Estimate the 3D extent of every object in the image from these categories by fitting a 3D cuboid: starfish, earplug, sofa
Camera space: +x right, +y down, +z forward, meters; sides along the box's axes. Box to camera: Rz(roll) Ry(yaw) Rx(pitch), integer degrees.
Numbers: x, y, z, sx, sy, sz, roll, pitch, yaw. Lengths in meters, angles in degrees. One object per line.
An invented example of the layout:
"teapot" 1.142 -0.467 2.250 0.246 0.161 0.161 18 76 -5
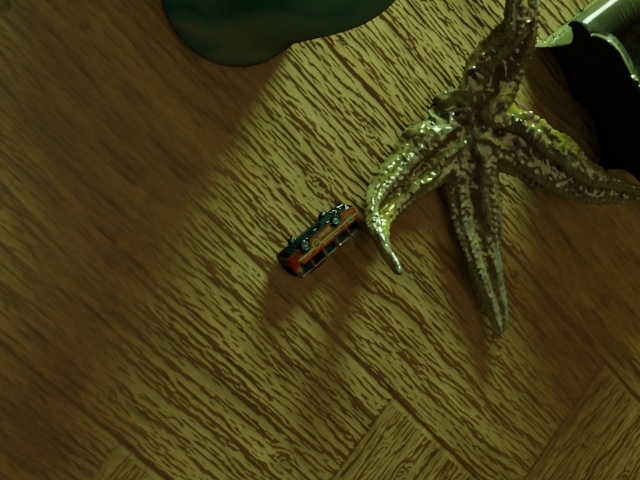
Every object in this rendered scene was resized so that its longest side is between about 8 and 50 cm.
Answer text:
"starfish" 0.215 -0.100 1.289 0.384 0.132 0.398 45 82 -16
"earplug" -0.019 -0.272 1.048 0.185 0.324 0.184 -3 96 -28
"sofa" 0.430 -0.217 1.381 0.200 0.182 0.258 -38 111 -22

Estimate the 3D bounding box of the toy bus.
"toy bus" 0.000 0.000 1.248 0.110 0.031 0.043 -40 118 -21
